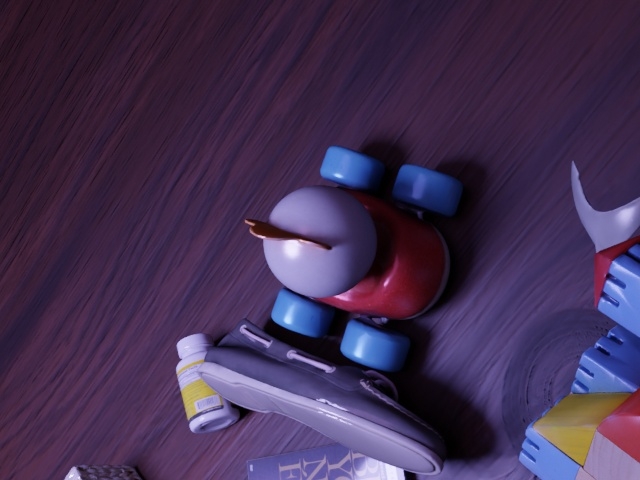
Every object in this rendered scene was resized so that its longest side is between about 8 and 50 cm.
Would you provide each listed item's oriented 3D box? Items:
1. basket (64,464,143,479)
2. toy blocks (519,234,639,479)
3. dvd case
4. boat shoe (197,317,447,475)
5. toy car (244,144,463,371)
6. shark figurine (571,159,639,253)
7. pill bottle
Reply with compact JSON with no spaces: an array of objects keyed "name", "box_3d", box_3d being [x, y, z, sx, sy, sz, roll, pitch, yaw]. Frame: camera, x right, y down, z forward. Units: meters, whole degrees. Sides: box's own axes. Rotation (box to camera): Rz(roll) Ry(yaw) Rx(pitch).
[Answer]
[{"name":"basket","box_3d":[-0.303,0.388,1.031,0.167,0.113,0.103,-55,50,14]},{"name":"toy blocks","box_3d":[0.267,0.175,0.553,0.261,0.191,0.381,38,145,36]},{"name":"dvd case","box_3d":[0.010,0.315,0.870,0.221,0.018,0.164,-20,67,32]},{"name":"boat shoe","box_3d":[0.000,0.156,0.852,0.335,0.112,0.095,11,58,39]},{"name":"toy car","box_3d":[0.000,0.000,0.812,0.210,0.238,0.219,20,91,38]},{"name":"shark figurine","box_3d":[0.306,0.056,0.636,0.278,0.116,0.166,23,111,-2]},{"name":"pill bottle","box_3d":[-0.147,0.180,0.990,0.065,0.065,0.116,-33,61,27]}]
